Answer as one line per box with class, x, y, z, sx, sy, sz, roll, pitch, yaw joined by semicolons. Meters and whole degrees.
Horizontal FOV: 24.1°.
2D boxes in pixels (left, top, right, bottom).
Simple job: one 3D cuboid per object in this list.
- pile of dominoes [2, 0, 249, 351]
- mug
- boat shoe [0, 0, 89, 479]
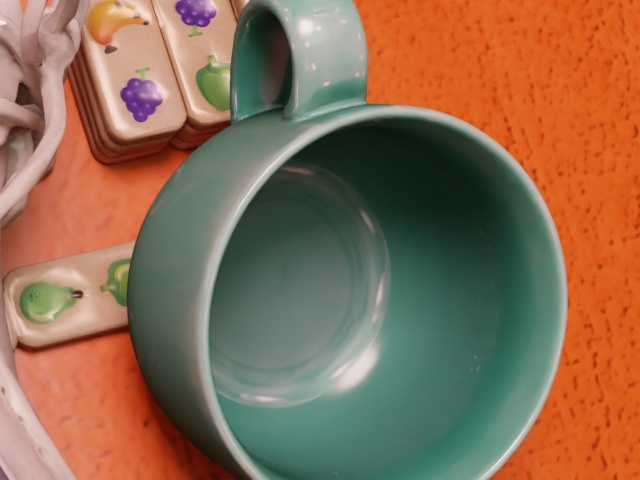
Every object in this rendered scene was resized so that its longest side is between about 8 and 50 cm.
pile of dominoes;-0.120;-0.058;0.519;0.251;0.040;0.196;-14;80;-24
mug;0.006;0.007;0.498;0.129;0.097;0.157;21;86;-26
boat shoe;-0.130;-0.055;0.451;0.156;0.136;0.367;-28;74;-21
